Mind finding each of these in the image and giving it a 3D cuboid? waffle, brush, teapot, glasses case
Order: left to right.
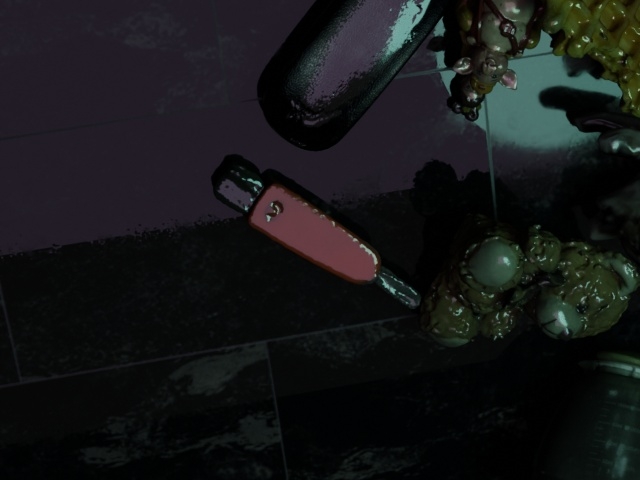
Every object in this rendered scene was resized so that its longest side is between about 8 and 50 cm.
[{"bbox_3d":[0.000,0.000,1.754,0.323,0.051,0.070,34,94,-13],"label":"brush"},{"bbox_3d":[0.050,-0.249,1.662,0.122,0.075,0.314,36,100,-15],"label":"glasses case"},{"bbox_3d":[0.386,-0.296,1.642,0.300,0.058,0.282,11,86,-34],"label":"waffle"},{"bbox_3d":[0.450,0.272,1.782,0.239,0.321,0.239,20,81,-46],"label":"teapot"}]

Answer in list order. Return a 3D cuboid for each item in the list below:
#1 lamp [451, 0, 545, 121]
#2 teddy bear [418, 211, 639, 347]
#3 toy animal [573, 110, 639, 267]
[{"bbox_3d":[0.219,-0.267,1.662,0.118,0.118,0.253,16,104,-13],"label":"lamp"},{"bbox_3d":[0.281,0.059,1.750,0.256,0.156,0.267,20,149,-7],"label":"teddy bear"},{"bbox_3d":[0.518,-0.048,1.732,0.344,0.194,0.303,-16,104,3],"label":"toy animal"}]
